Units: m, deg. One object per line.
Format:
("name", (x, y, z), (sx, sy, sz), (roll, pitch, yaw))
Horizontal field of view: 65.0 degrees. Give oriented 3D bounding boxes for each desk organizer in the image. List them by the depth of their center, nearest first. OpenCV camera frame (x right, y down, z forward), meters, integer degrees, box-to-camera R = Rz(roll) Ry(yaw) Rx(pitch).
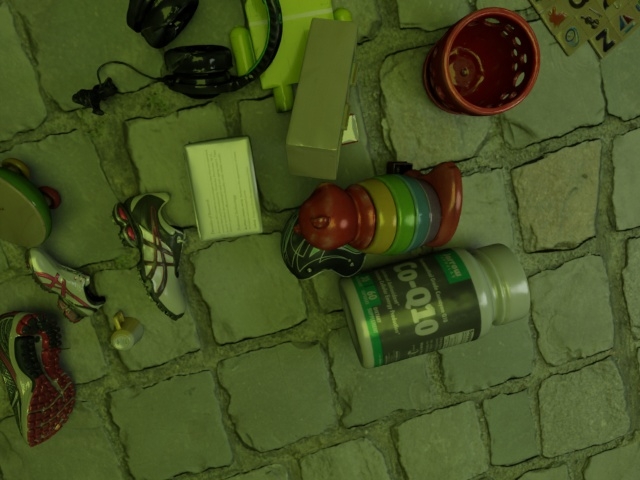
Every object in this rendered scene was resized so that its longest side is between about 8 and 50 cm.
("desk organizer", (0.170, -0.105, 1.093), (0.047, 0.050, 0.130), (-1, 102, -7))

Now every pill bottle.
("pill bottle", (0.236, 0.131, 1.075), (0.361, 0.204, 0.204), (-15, 104, -5))

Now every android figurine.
("android figurine", (-0.054, -0.400, 0.997), (0.248, 0.056, 0.272), (-14, 105, -4))

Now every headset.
("headset", (-0.261, -0.353, 0.903), (0.394, 0.185, 0.243), (-22, 113, 19))

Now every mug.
("mug", (-0.423, 0.200, 1.072), (0.078, 0.064, 0.062), (41, 95, -13))

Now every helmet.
("helmet", (0.000, 0.000, 1.037), (0.162, 0.169, 0.169), (7, 101, -25))

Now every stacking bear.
("stacking bear", (0.096, -0.050, 0.926), (0.289, 0.175, 0.164), (-7, 92, -26))

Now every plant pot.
("plant pot", (0.303, -0.343, 0.997), (0.191, 0.174, 0.191), (-2, 103, -7))

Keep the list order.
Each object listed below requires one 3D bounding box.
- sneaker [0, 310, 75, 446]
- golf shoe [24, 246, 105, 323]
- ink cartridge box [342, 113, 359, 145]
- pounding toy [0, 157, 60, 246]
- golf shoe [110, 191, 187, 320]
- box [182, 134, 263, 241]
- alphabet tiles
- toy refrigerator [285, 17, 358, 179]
("sneaker", (-0.602, 0.285, 1.053), (0.112, 0.121, 0.299), (6, 104, 21))
("golf shoe", (-0.520, 0.079, 1.027), (0.086, 0.067, 0.186), (-30, 122, -7))
("ink cartridge box", (0.013, -0.218, 1.005), (0.099, 0.135, 0.056), (-13, 106, -4))
("pounding toy", (-0.599, -0.096, 0.965), (0.237, 0.110, 0.183), (15, 135, 9))
("golf shoe", (-0.322, 0.034, 1.033), (0.120, 0.105, 0.272), (-22, 105, -10))
("box", (-0.183, -0.108, 0.978), (0.119, 0.181, 0.181), (-8, 103, -5))
("alphabet tiles", (0.571, -0.577, 1.068), (0.285, 0.011, 0.342), (-43, 104, 3))
("toy refrigerator", (0.010, -0.251, 0.888), (0.094, 0.102, 0.269), (7, 68, 4))
